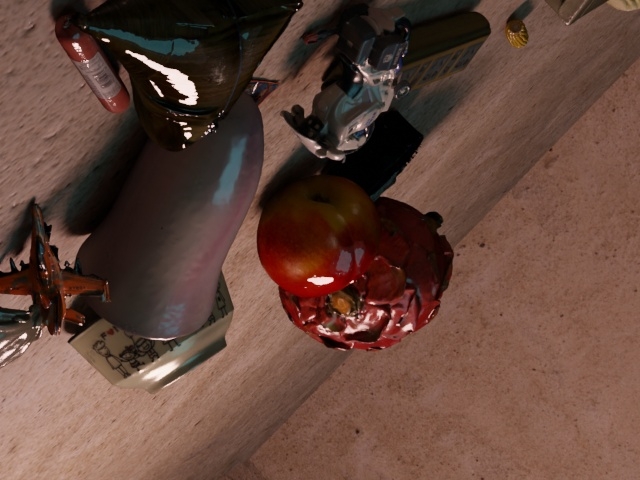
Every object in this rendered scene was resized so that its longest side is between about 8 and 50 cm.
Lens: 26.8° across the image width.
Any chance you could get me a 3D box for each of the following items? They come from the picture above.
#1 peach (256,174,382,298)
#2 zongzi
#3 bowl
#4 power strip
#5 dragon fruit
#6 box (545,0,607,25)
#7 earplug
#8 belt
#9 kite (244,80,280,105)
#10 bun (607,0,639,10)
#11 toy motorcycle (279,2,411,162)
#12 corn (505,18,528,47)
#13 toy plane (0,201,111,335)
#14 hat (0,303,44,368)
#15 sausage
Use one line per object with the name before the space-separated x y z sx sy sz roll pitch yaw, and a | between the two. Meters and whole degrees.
peach | 0.000 0.000 2.013 0.190 0.190 0.192 -36 142 -25
zongzi | -0.150 -0.145 1.182 0.242 0.112 0.221 -30 162 -44
bowl | -0.213 0.126 1.842 0.238 0.126 0.238 -33 180 0
power strip | 0.117 -0.241 1.823 0.387 0.066 0.092 -26 159 -51
dragon fruit | 0.075 0.052 2.271 0.277 0.277 0.342 -47 171 27
box | 0.364 -0.422 1.737 0.155 0.149 0.231 -34 166 -33
earplug | -0.149 -0.049 1.477 0.172 0.172 0.301 -29 157 -46
belt | 0.078 -0.117 2.118 0.198 0.078 0.151 -50 170 30
kite | -0.105 -0.147 1.582 0.159 0.010 0.190 -35 166 -26
bun | 0.516 -0.470 2.066 0.244 0.153 0.244 -19 162 -7
toy motorcycle | 0.033 -0.182 1.620 0.150 0.102 0.221 -15 141 -37
corn | 0.320 -0.338 2.186 0.037 0.037 0.092 -42 170 5
toy plane | -0.298 0.025 1.452 0.062 0.135 0.188 -95 -174 -56
hat | -0.403 0.121 1.328 0.244 0.149 0.214 -51 169 -4
sausage | -0.200 -0.154 1.195 0.029 0.029 0.223 -40 169 -6
